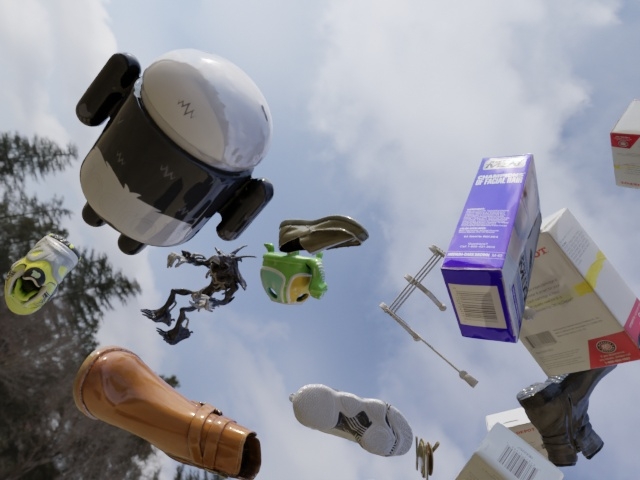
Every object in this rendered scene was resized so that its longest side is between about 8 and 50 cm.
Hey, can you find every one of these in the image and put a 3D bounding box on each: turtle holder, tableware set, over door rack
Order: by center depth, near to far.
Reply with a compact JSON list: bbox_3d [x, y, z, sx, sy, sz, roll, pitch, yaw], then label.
[{"bbox_3d":[0.257,0.574,1.046,0.128,0.039,0.195,88,4,-75],"label":"tableware set"},{"bbox_3d":[0.348,0.192,1.158,0.240,0.108,0.324,-50,-124,-1],"label":"over door rack"},{"bbox_3d":[-0.092,0.142,1.766,0.319,0.243,0.228,8,-91,20],"label":"turtle holder"}]

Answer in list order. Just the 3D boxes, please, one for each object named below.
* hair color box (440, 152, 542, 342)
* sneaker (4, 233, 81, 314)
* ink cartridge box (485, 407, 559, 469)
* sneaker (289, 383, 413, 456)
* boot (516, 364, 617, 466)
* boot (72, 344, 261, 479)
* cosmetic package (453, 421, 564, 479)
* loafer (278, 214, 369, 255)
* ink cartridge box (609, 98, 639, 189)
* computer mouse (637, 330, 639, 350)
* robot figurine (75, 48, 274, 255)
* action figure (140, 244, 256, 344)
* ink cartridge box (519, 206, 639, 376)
[{"bbox_3d":[0.342,0.003,0.847,0.110,0.339,0.185,-1,-49,34],"label":"hair color box"},{"bbox_3d":[-0.826,0.121,1.241,0.145,0.147,0.384,41,-53,-15],"label":"sneaker"},{"bbox_3d":[0.666,0.676,1.460,0.160,0.092,0.220,-22,-81,18],"label":"ink cartridge box"},{"bbox_3d":[0.077,0.511,1.285,0.210,0.365,0.138,136,-25,-68],"label":"sneaker"},{"bbox_3d":[0.757,0.489,1.288,0.223,0.337,0.118,63,-7,12],"label":"boot"},{"bbox_3d":[-0.211,0.269,0.652,0.219,0.109,0.284,12,-44,22],"label":"boot"},{"bbox_3d":[0.275,0.417,0.715,0.117,0.085,0.231,38,-46,29],"label":"cosmetic package"},{"bbox_3d":[0.000,0.000,1.054,0.251,0.094,0.088,-2,-124,36],"label":"loafer"},{"bbox_3d":[0.785,-0.220,1.041,0.128,0.127,0.176,24,-23,49],"label":"ink cartridge box"},{"bbox_3d":[0.651,0.147,0.797,0.041,0.241,0.071,10,-63,59],"label":"computer mouse"},{"bbox_3d":[-0.184,-0.105,0.560,0.278,0.209,0.174,-42,-127,25],"label":"robot figurine"},{"bbox_3d":[-0.277,0.106,1.008,0.276,0.141,0.164,-46,-121,2],"label":"action figure"},{"bbox_3d":[0.639,0.145,1.196,0.385,0.160,0.279,54,-36,4],"label":"ink cartridge box"}]
